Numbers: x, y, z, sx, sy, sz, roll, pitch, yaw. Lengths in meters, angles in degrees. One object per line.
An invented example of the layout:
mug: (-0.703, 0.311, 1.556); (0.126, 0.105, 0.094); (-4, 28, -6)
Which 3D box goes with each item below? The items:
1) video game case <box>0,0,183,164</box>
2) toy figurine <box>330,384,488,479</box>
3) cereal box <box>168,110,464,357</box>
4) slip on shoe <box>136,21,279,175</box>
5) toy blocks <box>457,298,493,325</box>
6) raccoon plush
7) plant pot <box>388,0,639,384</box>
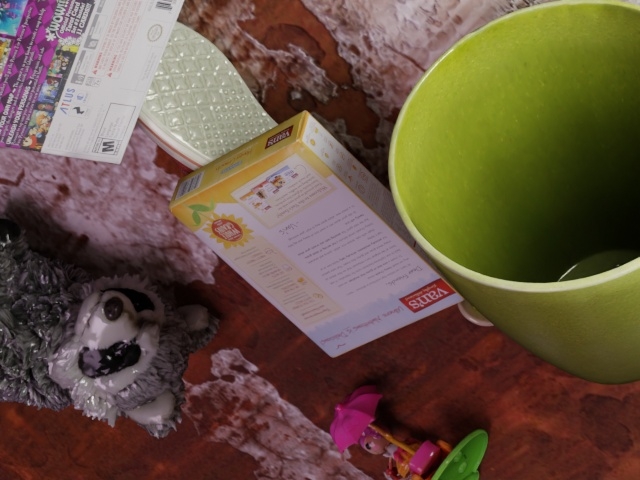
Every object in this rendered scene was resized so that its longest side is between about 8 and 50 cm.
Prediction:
video game case: (-0.236, -0.183, 1.557); (0.210, 0.042, 0.232); (7, 122, -29)
toy figurine: (0.087, 0.228, 1.976); (0.159, 0.130, 0.173); (33, 170, 22)
cereal box: (0.000, 0.000, 1.672); (0.173, 0.047, 0.240); (-25, 124, 35)
slip on shoe: (-0.100, -0.093, 1.733); (0.331, 0.123, 0.101); (41, 146, -17)
toy blocks: (0.143, 0.004, 1.709); (0.123, 0.054, 0.148); (27, 142, 9)
raccoon plush: (-0.289, 0.121, 2.111); (0.299, 0.216, 0.446); (20, 172, -4)
plant pot: (0.226, -0.003, 1.502); (0.274, 0.275, 0.293); (11, 153, 26)
